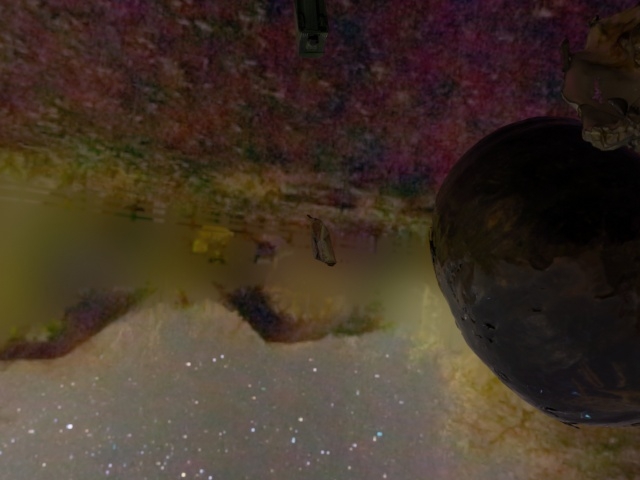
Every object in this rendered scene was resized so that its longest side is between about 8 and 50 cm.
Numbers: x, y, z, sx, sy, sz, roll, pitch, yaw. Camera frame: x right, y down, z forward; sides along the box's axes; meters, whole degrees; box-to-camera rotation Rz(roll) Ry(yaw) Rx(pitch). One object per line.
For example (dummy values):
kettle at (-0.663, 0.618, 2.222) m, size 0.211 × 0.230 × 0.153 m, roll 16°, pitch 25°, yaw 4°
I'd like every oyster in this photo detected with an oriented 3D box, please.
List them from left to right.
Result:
oyster at (0.302, -0.143, 0.481) m, size 0.107 × 0.201 × 0.354 m, roll 41°, pitch -150°, yaw -9°

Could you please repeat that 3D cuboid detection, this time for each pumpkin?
pumpkin at (0.344, 0.040, 0.843) m, size 0.344 × 0.454 × 0.454 m, roll -41°, pitch 159°, yaw 17°

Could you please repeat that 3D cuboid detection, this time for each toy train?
toy train at (-0.014, -0.270, 0.732) m, size 0.038 × 0.093 × 0.056 m, roll -3°, pitch 155°, yaw -9°

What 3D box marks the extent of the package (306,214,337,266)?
package at (0.000, 0.002, 1.378) m, size 0.031 × 0.120 × 0.108 m, roll -16°, pitch -167°, yaw -15°
